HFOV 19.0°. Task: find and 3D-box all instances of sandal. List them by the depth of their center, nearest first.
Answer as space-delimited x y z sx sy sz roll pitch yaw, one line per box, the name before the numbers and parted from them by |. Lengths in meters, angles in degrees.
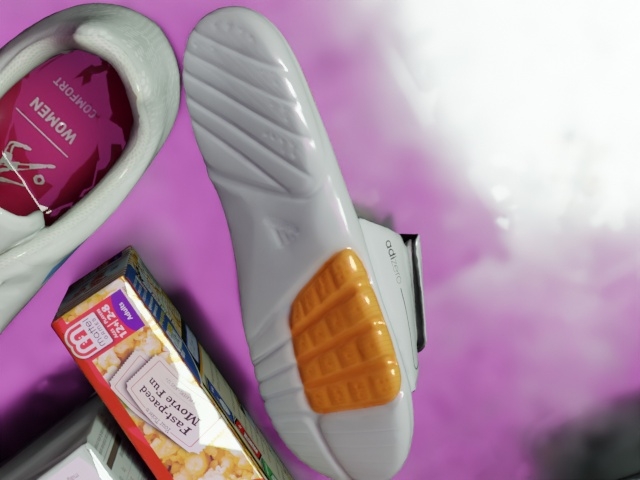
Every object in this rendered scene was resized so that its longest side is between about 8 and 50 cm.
sandal | 0.008 0.000 0.982 0.076 0.102 0.265 -31 114 -43

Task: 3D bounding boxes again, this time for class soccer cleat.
soccer cleat | -0.199 0.010 0.948 0.116 0.143 0.331 41 92 -7

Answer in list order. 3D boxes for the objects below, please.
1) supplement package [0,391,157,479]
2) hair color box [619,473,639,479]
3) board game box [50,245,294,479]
supplement package | -0.169 0.216 0.939 0.262 0.204 0.145 -36 95 0
hair color box | 0.242 0.292 0.983 0.110 0.185 0.339 -17 96 0
board game box | -0.060 0.099 0.964 0.045 0.147 0.193 -34 96 0
